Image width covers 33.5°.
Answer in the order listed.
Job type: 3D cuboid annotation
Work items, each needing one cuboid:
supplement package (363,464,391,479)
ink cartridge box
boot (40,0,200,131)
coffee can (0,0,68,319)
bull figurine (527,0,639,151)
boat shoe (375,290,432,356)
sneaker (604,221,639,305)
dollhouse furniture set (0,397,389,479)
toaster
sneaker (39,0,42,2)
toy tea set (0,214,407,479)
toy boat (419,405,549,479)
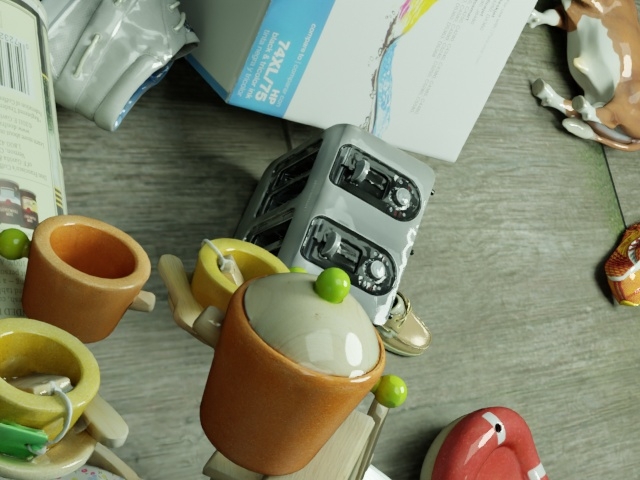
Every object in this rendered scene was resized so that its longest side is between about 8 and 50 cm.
[{"bbox_3d":[-0.002,0.284,0.900,0.105,0.105,0.179,40,52,-19],"label":"supplement package"},{"bbox_3d":[0.024,-0.224,1.016,0.270,0.197,0.198,11,24,-34],"label":"ink cartridge box"},{"bbox_3d":[-0.156,-0.214,0.957,0.123,0.095,0.258,35,72,-3],"label":"boot"},{"bbox_3d":[-0.279,-0.027,0.747,0.201,0.201,0.275,2,70,-37],"label":"coffee can"},{"bbox_3d":[0.360,-0.268,1.409,0.188,0.101,0.310,-1,71,-34],"label":"bull figurine"},{"bbox_3d":[0.066,0.071,1.077,0.135,0.045,0.050,36,54,-21],"label":"boat shoe"},{"bbox_3d":[0.417,0.023,1.371,0.175,0.064,0.067,-39,117,-36],"label":"sneaker"},{"bbox_3d":[-0.157,0.141,0.729,0.355,0.174,0.303,22,27,10],"label":"dollhouse furniture set"},{"bbox_3d":[0.000,0.000,0.980,0.110,0.185,0.168,32,63,-21],"label":"toaster"},{"bbox_3d":[-0.341,-0.291,0.873,0.282,0.099,0.153,48,49,-16],"label":"sneaker"},{"bbox_3d":[-0.112,0.027,0.592,0.336,0.124,0.200,7,33,-35],"label":"toy tea set"},{"bbox_3d":[0.202,0.272,1.033,0.151,0.151,0.231,-24,88,-41],"label":"toy boat"}]
